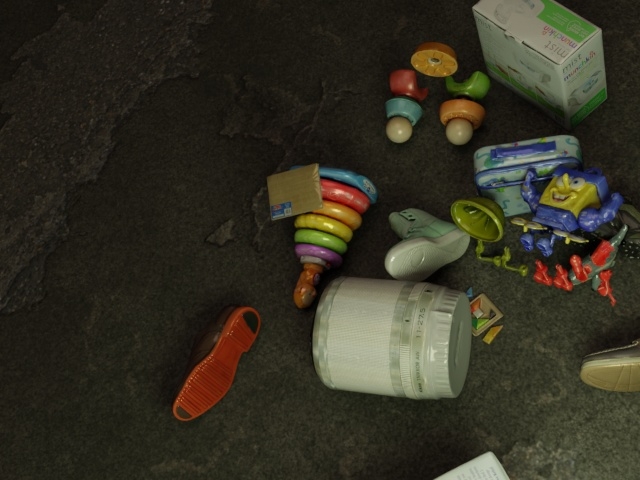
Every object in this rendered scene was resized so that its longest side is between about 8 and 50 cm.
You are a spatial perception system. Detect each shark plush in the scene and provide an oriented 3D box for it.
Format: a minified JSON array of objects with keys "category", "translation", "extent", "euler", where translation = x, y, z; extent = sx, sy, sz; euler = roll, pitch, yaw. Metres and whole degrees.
[{"category":"shark plush","translation":[0.533,0.037,1.855],"extent":[0.161,0.067,0.073],"euler":[-40,55,34]}]

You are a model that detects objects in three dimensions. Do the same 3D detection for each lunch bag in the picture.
[{"category":"lunch bag","translation":[0.421,-0.130,1.963],"extent":[0.219,0.176,0.090],"euler":[-7,58,14]}]

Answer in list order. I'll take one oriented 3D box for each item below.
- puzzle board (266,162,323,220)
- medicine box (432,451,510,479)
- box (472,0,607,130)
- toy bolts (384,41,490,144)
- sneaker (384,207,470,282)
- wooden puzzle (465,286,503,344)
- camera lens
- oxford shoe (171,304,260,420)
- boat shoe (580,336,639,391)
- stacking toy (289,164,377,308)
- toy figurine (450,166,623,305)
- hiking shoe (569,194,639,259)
[{"category":"puzzle board","translation":[-0.053,-0.101,2.032],"extent":[0.128,0.011,0.096],"euler":[-13,78,30]},{"category":"medicine box","translation":[0.206,0.510,1.593],"extent":[0.289,0.263,0.149],"euler":[-28,54,1]},{"category":"box","translation":[0.467,-0.398,2.078],"extent":[0.127,0.231,0.262],"euler":[-40,55,-7]},{"category":"toy bolts","translation":[0.229,-0.304,2.138],"extent":[0.228,0.218,0.159],"euler":[-4,63,38]},{"category":"sneaker","translation":[0.172,0.005,1.961],"extent":[0.151,0.094,0.256],"euler":[28,28,32]},{"category":"wooden puzzle","translation":[0.316,0.146,1.930],"extent":[0.078,0.014,0.116],"euler":[-41,55,-8]},{"category":"camera lens","translation":[0.131,0.184,1.846],"extent":[0.274,0.219,0.219],"euler":[4,61,21]},{"category":"oxford shoe","translation":[-0.231,0.251,2.024],"extent":[0.098,0.097,0.271],"euler":[11,58,47]},{"category":"boat shoe","translation":[0.606,0.205,1.745],"extent":[0.285,0.103,0.092],"euler":[-8,52,10]},{"category":"stacking toy","translation":[0.000,0.000,2.062],"extent":[0.165,0.175,0.302],"euler":[8,74,27]},{"category":"toy figurine","translation":[0.455,-0.051,1.859],"extent":[0.217,0.191,0.362],"euler":[-50,37,-17]},{"category":"hiking shoe","translation":[0.566,-0.040,1.925],"extent":[0.226,0.086,0.114],"euler":[20,59,19]}]
